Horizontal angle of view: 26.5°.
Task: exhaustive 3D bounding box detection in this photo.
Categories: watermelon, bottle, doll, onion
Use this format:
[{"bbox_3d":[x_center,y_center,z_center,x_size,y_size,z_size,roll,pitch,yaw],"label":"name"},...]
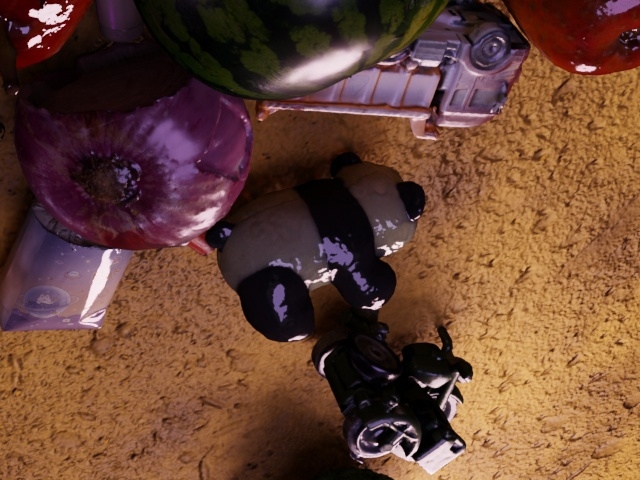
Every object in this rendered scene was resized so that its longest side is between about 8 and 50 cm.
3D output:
[{"bbox_3d":[-0.017,-0.255,1.077,0.285,0.285,0.285,-14,134,-15],"label":"watermelon"},{"bbox_3d":[-0.178,-0.222,1.193,0.045,0.045,0.096,-13,135,-16],"label":"bottle"},{"bbox_3d":[-0.001,0.001,1.417,0.234,0.143,0.135,-20,131,-16],"label":"doll"},{"bbox_3d":[-0.164,-0.077,1.225,0.207,0.200,0.200,-15,134,-11],"label":"onion"}]

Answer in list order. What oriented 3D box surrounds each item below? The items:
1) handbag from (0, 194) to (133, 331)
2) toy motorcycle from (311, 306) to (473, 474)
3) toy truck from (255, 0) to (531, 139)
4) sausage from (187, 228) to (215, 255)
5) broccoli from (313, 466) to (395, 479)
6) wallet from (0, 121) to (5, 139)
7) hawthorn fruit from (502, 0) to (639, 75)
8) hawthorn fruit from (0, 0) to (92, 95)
[{"bbox_3d":[-0.248,0.013,1.347,0.117,0.095,0.173,0,137,-35],"label":"handbag"},{"bbox_3d":[0.100,0.183,1.595,0.275,0.205,0.127,33,109,-37],"label":"toy motorcycle"},{"bbox_3d":[0.060,-0.175,1.309,0.270,0.114,0.135,1,129,-25],"label":"toy truck"},{"bbox_3d":[-0.155,-0.026,1.392,0.034,0.034,0.129,-41,135,12],"label":"sausage"},{"bbox_3d":[0.053,0.416,1.736,0.254,0.269,0.269,-20,137,9],"label":"broccoli"},{"bbox_3d":[-0.384,-0.094,1.155,0.133,0.039,0.243,-60,147,-4],"label":"wallet"},{"bbox_3d":[0.259,-0.247,1.293,0.189,0.189,0.189,-14,134,-15],"label":"hawthorn fruit"},{"bbox_3d":[-0.255,-0.211,1.016,0.230,0.266,0.210,-34,155,10],"label":"hawthorn fruit"}]
